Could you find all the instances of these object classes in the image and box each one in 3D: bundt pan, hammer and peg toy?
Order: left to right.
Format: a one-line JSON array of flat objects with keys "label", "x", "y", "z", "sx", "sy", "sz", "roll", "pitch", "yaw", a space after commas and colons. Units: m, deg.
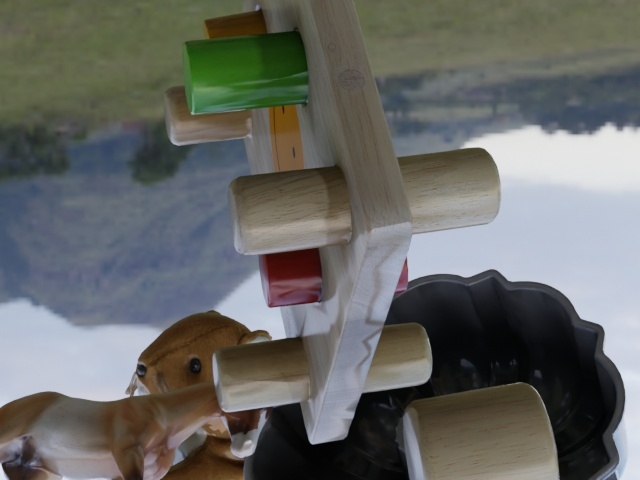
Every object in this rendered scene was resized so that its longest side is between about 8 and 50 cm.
[{"label": "hammer and peg toy", "x": 0.000, "y": 0.000, "z": 0.736, "sx": 0.127, "sy": 0.361, "sz": 0.266, "roll": -8, "pitch": 153, "yaw": -11}, {"label": "bundt pan", "x": 0.107, "y": 0.189, "z": 1.171, "sx": 0.331, "sy": 0.124, "sz": 0.331, "roll": -16, "pitch": -135, "yaw": 16}]

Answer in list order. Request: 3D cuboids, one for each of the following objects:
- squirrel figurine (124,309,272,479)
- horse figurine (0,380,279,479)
[{"label": "squirrel figurine", "x": -0.088, "y": 0.274, "z": 1.865, "sx": 0.397, "sy": 0.370, "sz": 0.281, "roll": -4, "pitch": -175, "yaw": -21}, {"label": "horse figurine", "x": -0.171, "y": 0.154, "z": 0.932, "sx": 0.263, "sy": 0.066, "sz": 0.174, "roll": -9, "pitch": -145, "yaw": 28}]
